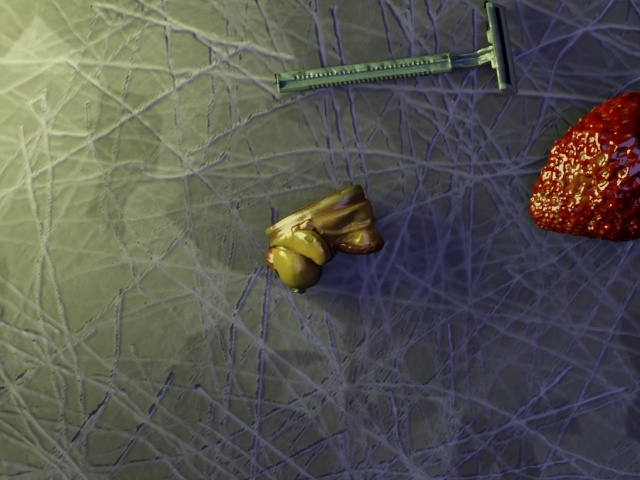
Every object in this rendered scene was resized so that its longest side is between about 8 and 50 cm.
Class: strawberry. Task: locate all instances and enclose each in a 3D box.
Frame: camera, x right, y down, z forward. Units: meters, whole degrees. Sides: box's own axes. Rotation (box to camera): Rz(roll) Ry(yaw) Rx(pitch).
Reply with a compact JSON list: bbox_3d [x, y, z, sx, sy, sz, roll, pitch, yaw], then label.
[{"bbox_3d":[0.259,-0.058,1.261,0.131,0.148,0.131,12,67,-32],"label":"strawberry"}]

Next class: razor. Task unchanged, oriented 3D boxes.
[{"bbox_3d":[0.064,-0.153,1.287,0.211,0.036,0.084,-8,73,7],"label":"razor"}]

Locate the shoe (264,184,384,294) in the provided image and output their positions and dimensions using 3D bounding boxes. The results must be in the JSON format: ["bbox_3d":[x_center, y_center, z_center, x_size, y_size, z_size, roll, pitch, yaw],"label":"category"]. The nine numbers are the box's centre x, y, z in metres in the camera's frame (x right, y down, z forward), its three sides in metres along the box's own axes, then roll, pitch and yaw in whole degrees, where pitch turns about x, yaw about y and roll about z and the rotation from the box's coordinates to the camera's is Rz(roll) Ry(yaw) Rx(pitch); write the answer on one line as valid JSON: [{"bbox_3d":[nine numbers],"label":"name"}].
[{"bbox_3d":[0.001,-0.001,1.281,0.109,0.072,0.069,-31,90,4],"label":"shoe"}]
